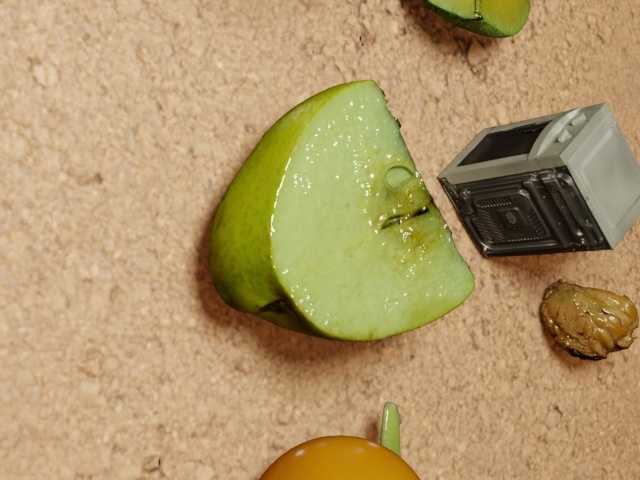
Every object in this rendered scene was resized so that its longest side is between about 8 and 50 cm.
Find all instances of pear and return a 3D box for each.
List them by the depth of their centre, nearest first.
[{"bbox_3d":[0.000,0.000,1.092,0.292,0.159,0.292,5,81,-33],"label":"pear"}]

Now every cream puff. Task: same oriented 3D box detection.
[{"bbox_3d":[0.364,0.111,1.382,0.133,0.119,0.104,20,93,-7],"label":"cream puff"}]

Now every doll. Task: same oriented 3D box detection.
[{"bbox_3d":[0.046,0.301,1.081,0.236,0.213,0.213,-18,97,-48],"label":"doll"}]

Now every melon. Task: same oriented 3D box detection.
[{"bbox_3d":[0.191,-0.362,1.292,0.169,0.129,0.265,30,64,-55],"label":"melon"}]

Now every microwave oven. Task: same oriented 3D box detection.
[{"bbox_3d":[0.278,-0.065,1.267,0.122,0.208,0.162,-44,112,-31],"label":"microwave oven"}]
